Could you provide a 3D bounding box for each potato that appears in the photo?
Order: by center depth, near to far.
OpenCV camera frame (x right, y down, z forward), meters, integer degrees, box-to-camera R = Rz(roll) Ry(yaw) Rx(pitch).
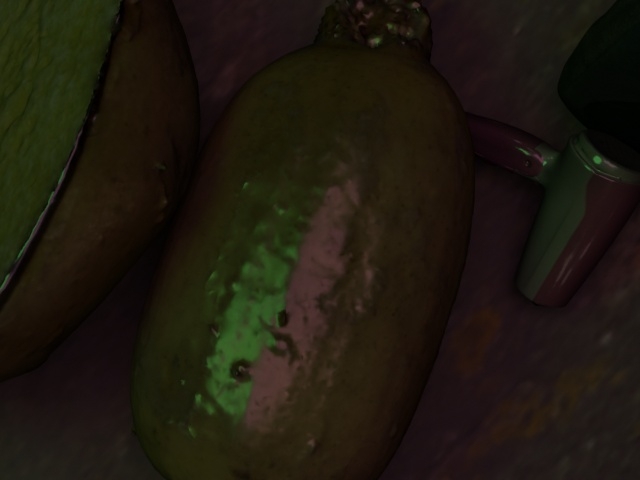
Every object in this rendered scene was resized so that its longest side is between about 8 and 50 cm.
[{"bbox_3d":[-0.157,-0.037,1.024,0.116,0.239,0.299,30,75,-38],"label":"potato"}]

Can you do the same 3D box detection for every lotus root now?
[{"bbox_3d":[0.000,0.000,1.032,0.169,0.151,0.342,18,84,2],"label":"lotus root"}]

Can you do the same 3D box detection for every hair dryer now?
[{"bbox_3d":[0.115,-0.043,1.088,0.154,0.054,0.106,41,120,20],"label":"hair dryer"}]

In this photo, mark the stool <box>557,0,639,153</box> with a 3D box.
[{"bbox_3d":[0.318,-0.137,0.981,0.310,0.310,0.226,20,83,-1],"label":"stool"}]
